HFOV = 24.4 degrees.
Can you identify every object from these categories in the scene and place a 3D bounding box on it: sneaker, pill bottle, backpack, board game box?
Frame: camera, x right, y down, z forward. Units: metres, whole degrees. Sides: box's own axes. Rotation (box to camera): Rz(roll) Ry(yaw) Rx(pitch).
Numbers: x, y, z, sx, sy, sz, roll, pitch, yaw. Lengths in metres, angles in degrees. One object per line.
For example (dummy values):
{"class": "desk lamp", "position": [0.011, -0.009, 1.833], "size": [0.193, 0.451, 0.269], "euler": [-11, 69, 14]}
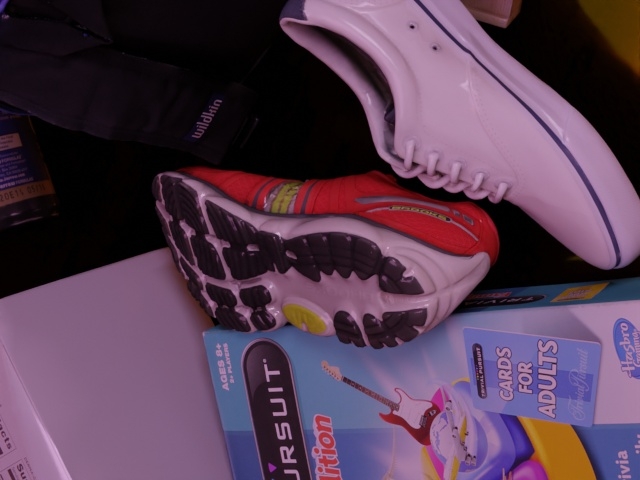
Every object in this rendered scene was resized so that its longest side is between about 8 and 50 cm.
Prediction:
{"class": "sneaker", "position": [0.000, 0.000, 0.970], "size": [0.279, 0.118, 0.107], "euler": [16, 127, 44]}
{"class": "pill bottle", "position": [-0.291, -0.103, 1.138], "size": [0.122, 0.123, 0.219], "euler": [-18, 91, 37]}
{"class": "sneaker", "position": [0.081, -0.066, 0.874], "size": [0.258, 0.091, 0.094], "euler": [45, 166, 2]}
{"class": "backpack", "position": [-0.116, -0.194, 0.905], "size": [0.213, 0.263, 0.276], "euler": [46, 124, 17]}
{"class": "board game box", "position": [0.095, 0.163, 0.963], "size": [0.336, 0.079, 0.254], "euler": [-7, 98, 36]}

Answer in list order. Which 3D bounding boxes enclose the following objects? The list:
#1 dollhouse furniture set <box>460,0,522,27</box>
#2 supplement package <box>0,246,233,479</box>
{"class": "dollhouse furniture set", "position": [0.148, -0.181, 0.813], "size": [0.161, 0.101, 0.182], "euler": [19, 125, 17]}
{"class": "supplement package", "position": [-0.208, 0.162, 1.100], "size": [0.262, 0.199, 0.198], "euler": [-32, 82, 36]}
